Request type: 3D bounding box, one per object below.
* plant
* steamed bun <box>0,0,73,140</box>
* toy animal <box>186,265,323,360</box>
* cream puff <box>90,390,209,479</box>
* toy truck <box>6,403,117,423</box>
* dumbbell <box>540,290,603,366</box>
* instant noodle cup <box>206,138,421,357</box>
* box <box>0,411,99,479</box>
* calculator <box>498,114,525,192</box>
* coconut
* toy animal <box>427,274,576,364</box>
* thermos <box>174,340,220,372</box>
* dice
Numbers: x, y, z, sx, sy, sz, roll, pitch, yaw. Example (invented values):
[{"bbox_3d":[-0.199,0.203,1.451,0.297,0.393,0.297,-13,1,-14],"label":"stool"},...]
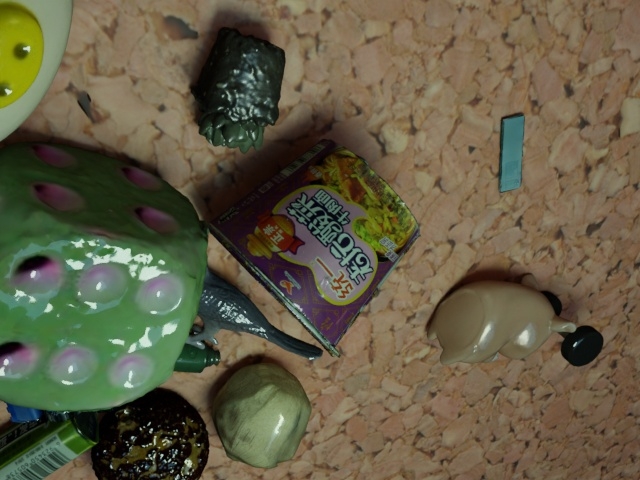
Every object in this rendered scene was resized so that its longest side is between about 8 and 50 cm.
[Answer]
[{"bbox_3d":[-0.134,-0.237,1.126,0.129,0.132,0.194,9,110,-25],"label":"plant"},{"bbox_3d":[-0.477,-0.281,0.839,0.334,0.334,0.373,21,103,-32],"label":"steamed bun"},{"bbox_3d":[-0.188,0.142,1.322,0.206,0.081,0.367,-38,103,26],"label":"toy animal"},{"bbox_3d":[-0.340,0.430,1.405,0.239,0.165,0.239,-10,123,-16],"label":"cream puff"},{"bbox_3d":[-0.468,0.248,1.264,0.208,0.126,0.113,-10,123,-10],"label":"toy truck"},{"bbox_3d":[0.579,0.209,1.668,0.100,0.191,0.100,-11,121,-19],"label":"dumbbell"},{"bbox_3d":[0.000,0.000,1.229,0.266,0.340,0.340,-44,127,-8],"label":"instant noodle cup"},{"bbox_3d":[-0.587,0.423,1.311,0.346,0.134,0.097,-34,126,-4],"label":"box"},{"bbox_3d":[0.404,-0.183,1.466,0.057,0.018,0.172,-17,124,-15],"label":"calculator"},{"bbox_3d":[-0.127,0.373,1.441,0.224,0.224,0.224,-11,122,-18],"label":"coconut"},{"bbox_3d":[0.409,0.194,1.587,0.256,0.195,0.213,8,123,-31],"label":"toy animal"},{"bbox_3d":[-0.290,0.229,1.364,0.188,0.073,0.083,11,100,-29],"label":"thermos"},{"bbox_3d":[-0.379,0.057,1.067,0.322,0.330,0.318,13,114,-31],"label":"dice"}]
